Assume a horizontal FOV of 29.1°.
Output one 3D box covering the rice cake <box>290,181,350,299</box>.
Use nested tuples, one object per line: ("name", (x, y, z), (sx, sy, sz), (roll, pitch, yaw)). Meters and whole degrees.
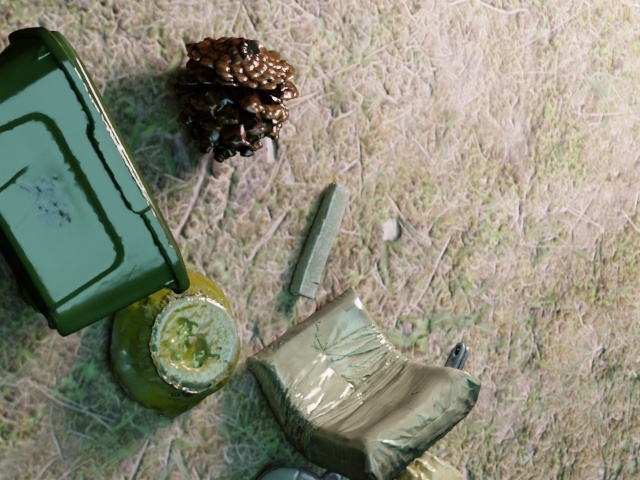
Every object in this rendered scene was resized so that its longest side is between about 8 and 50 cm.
("rice cake", (0.001, 0.000, 1.713), (0.033, 0.029, 0.171), (28, 76, -35))

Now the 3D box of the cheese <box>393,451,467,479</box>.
("cheese", (0.140, 0.399, 1.785), (0.123, 0.094, 0.167), (39, 68, -22))

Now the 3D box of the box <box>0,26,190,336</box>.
("box", (-0.308, -0.062, 1.390), (0.177, 0.252, 0.329), (-29, 107, -15))

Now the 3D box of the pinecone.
("pinecone", (-0.109, -0.180, 1.567), (0.173, 0.173, 0.174), (-2, 93, -33))

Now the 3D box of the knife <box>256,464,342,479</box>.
("knife", (-0.014, 0.499, 1.706), (0.132, 0.038, 0.399), (-6, 97, 1))

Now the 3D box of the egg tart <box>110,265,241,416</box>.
("egg tart", (-0.178, 0.128, 1.573), (0.197, 0.078, 0.197), (0, 90, -32))

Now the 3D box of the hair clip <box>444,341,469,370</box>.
("hair clip", (0.137, 0.255, 1.812), (0.275, 0.048, 0.083), (-44, 113, -29))

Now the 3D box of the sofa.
("sofa", (0.059, 0.193, 1.645), (0.210, 0.225, 0.176), (-32, 113, -25))
